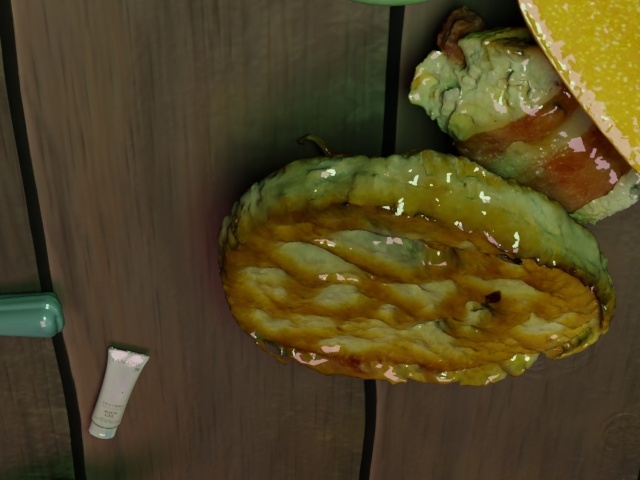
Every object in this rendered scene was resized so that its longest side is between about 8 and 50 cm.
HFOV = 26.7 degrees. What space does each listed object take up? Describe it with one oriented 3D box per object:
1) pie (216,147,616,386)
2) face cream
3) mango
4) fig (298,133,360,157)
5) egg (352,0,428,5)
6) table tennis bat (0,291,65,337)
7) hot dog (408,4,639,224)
[{"bbox_3d":[0.067,0.022,1.046,0.315,0.092,0.315,7,152,4],"label":"pie"},{"bbox_3d":[-0.190,0.141,1.250,0.038,0.020,0.115,14,127,-13],"label":"face cream"},{"bbox_3d":[0.265,-0.130,0.903,0.350,0.199,0.201,29,101,-13],"label":"mango"},{"bbox_3d":[0.016,-0.054,1.073,0.050,0.050,0.083,-37,106,27],"label":"fig"},{"bbox_3d":[0.052,-0.262,0.764,0.220,0.220,0.270,4,131,-6],"label":"egg"},{"bbox_3d":[-0.343,0.066,1.167,0.244,0.040,0.153,-1,133,4],"label":"table tennis bat"},{"bbox_3d":[0.161,-0.094,1.008,0.146,0.103,0.213,-12,133,40],"label":"hot dog"}]
